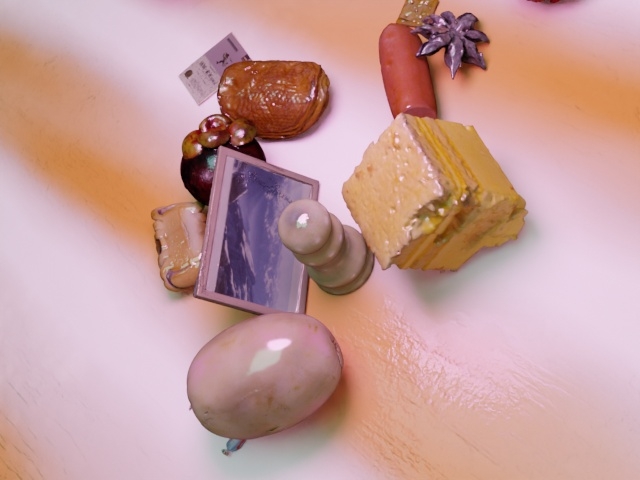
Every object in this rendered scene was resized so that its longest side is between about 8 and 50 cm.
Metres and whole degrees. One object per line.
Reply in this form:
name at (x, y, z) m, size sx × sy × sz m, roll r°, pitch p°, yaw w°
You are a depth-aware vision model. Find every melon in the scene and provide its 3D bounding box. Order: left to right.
melon at (-0.111, 0.259, 1.539) m, size 0.316 × 0.223 × 0.223 m, roll -26°, pitch 60°, yaw 12°

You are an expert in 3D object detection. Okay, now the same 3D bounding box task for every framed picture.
framed picture at (-0.125, -0.011, 1.674) m, size 0.022 × 0.247 × 0.335 m, roll -27°, pitch 50°, yaw 54°

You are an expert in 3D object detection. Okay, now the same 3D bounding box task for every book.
book at (-0.268, -0.437, 2.042) m, size 0.181 × 0.014 × 0.127 m, roll -38°, pitch 58°, yaw 5°

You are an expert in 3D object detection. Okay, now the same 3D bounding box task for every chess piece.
chess piece at (0.000, 0.000, 1.587) m, size 0.144 × 0.251 × 0.145 m, roll -10°, pitch 64°, yaw 21°

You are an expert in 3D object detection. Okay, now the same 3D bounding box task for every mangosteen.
mangosteen at (-0.219, -0.172, 1.791) m, size 0.209 × 0.210 × 0.210 m, roll -9°, pitch 64°, yaw 20°

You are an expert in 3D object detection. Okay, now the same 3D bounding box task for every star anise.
star anise at (0.287, -0.430, 1.727) m, size 0.204 × 0.061 × 0.181 m, roll -16°, pitch 70°, yaw -25°

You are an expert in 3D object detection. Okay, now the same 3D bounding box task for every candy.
candy at (-0.165, 0.403, 1.617) m, size 0.083 × 0.020 × 0.030 m, roll -48°, pitch 56°, yaw -1°

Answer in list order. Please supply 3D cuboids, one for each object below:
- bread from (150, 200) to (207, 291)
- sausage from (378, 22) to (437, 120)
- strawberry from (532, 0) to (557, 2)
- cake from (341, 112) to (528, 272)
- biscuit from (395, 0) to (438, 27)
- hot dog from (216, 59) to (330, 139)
bread at (-0.308, 0.005, 1.825) m, size 0.134 × 0.081 × 0.225 m, roll -19°, pitch 59°, yaw 10°
sausage at (0.186, -0.362, 1.746) m, size 0.113 × 0.113 × 0.259 m, roll -17°, pitch 63°, yaw 17°
strawberry at (0.498, -0.586, 1.725) m, size 0.190 × 0.111 × 0.237 m, roll -18°, pitch 38°, yaw 28°
cake at (0.231, -0.082, 1.529) m, size 0.222 × 0.286 × 0.228 m, roll -52°, pitch 50°, yaw 37°
biscuit at (0.224, -0.530, 1.861) m, size 0.083 × 0.018 × 0.081 m, roll 17°, pitch 75°, yaw 29°
hot dog at (-0.099, -0.337, 1.862) m, size 0.272 × 0.122 × 0.196 m, roll 4°, pitch 71°, yaw 21°
